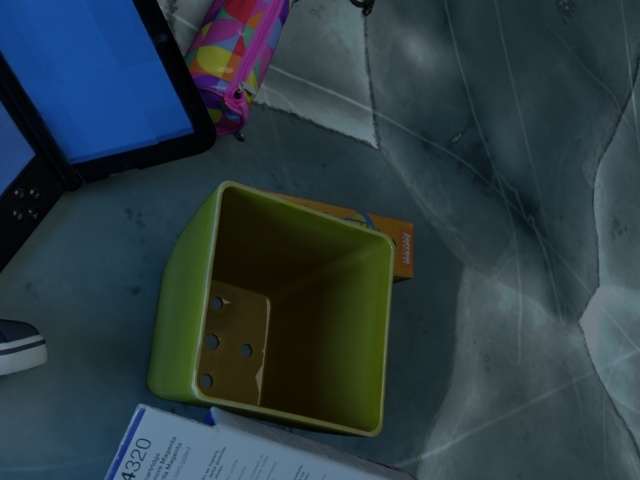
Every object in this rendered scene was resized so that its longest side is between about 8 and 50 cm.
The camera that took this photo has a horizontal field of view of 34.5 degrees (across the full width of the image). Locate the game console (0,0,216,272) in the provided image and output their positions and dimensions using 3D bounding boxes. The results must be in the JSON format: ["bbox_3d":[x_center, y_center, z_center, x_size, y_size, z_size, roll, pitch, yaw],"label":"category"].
[{"bbox_3d":[-0.262,-0.114,0.918,0.250,0.173,0.293,-60,145,-31],"label":"game console"}]

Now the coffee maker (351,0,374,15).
[{"bbox_3d":[0.058,-0.404,1.312,0.171,0.178,0.120,27,62,-26],"label":"coffee maker"}]

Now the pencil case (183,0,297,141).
[{"bbox_3d":[-0.094,-0.231,1.201,0.104,0.104,0.236,31,59,-24],"label":"pencil case"}]

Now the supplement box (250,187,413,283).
[{"bbox_3d":[0.000,0.000,1.209,0.233,0.080,0.078,11,72,-35],"label":"supplement box"}]

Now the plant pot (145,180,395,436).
[{"bbox_3d":[-0.069,0.088,1.062,0.212,0.187,0.212,18,67,-30],"label":"plant pot"}]

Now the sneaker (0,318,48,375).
[{"bbox_3d":[-0.393,0.074,0.874,0.321,0.126,0.127,-4,84,-35],"label":"sneaker"}]

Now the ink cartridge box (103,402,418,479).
[{"bbox_3d":[-0.096,0.325,0.939,0.330,0.071,0.324,25,92,-28],"label":"ink cartridge box"}]
